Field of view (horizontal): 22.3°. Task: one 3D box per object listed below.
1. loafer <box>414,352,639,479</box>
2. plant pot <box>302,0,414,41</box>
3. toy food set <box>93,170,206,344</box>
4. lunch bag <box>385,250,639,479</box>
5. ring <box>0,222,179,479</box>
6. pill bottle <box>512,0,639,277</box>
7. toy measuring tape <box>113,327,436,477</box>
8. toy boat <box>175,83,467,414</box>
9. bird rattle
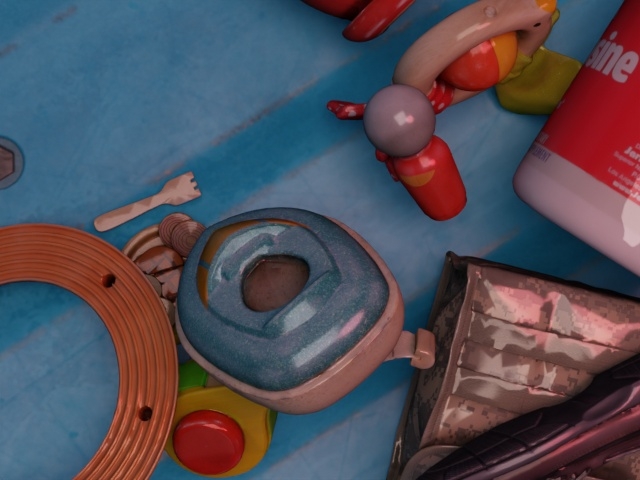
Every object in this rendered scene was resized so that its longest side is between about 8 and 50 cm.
[{"bbox_3d":[0.227,0.190,1.436,0.302,0.109,0.095,-27,97,-7],"label":"loafer"},{"bbox_3d":[0.038,-0.299,1.575,0.191,0.191,0.174,-43,93,-4],"label":"plant pot"},{"bbox_3d":[-0.142,0.040,1.619,0.132,0.038,0.192,-25,88,-4],"label":"toy food set"},{"bbox_3d":[0.202,0.177,1.567,0.235,0.169,0.287,14,94,-6],"label":"lunch bag"},{"bbox_3d":[-0.290,0.147,1.559,0.337,0.032,0.336,-5,72,15],"label":"ring"},{"bbox_3d":[0.374,-0.159,1.500,0.229,0.229,0.407,32,96,0],"label":"pill bottle"},{"bbox_3d":[-0.040,0.161,1.558,0.330,0.121,0.121,-10,87,14],"label":"toy measuring tape"},{"bbox_3d":[0.000,0.000,1.494,0.318,0.267,0.148,-43,129,-14],"label":"toy boat"},{"bbox_3d":[0.132,-0.175,1.574,0.253,0.207,0.143,-15,69,-13],"label":"bird rattle"}]
